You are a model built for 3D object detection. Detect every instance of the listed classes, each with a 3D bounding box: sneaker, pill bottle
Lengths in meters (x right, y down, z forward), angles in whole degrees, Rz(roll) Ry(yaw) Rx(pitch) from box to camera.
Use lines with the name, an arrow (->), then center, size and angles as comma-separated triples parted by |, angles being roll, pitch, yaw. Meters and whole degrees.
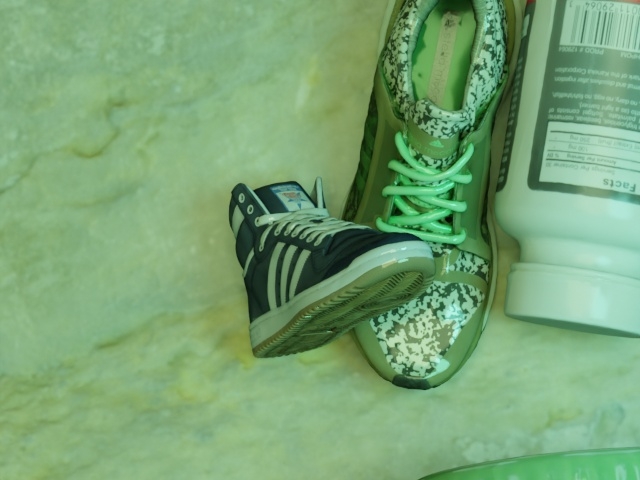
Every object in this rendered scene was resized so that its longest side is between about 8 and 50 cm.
sneaker -> 0.000, 0.000, 1.589 | 0.099, 0.282, 0.153 | -4, 75, -27
sneaker -> 0.091, -0.073, 1.616 | 0.158, 0.182, 0.410 | 5, 86, 6
pill bottle -> 0.249, -0.080, 1.604 | 0.176, 0.176, 0.318 | 9, 86, 7

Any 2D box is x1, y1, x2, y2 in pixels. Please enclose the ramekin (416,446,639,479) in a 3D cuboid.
ramekin -> 0.210, 0.264, 1.521 | 0.303, 0.303, 0.148 | -6, 76, 5
